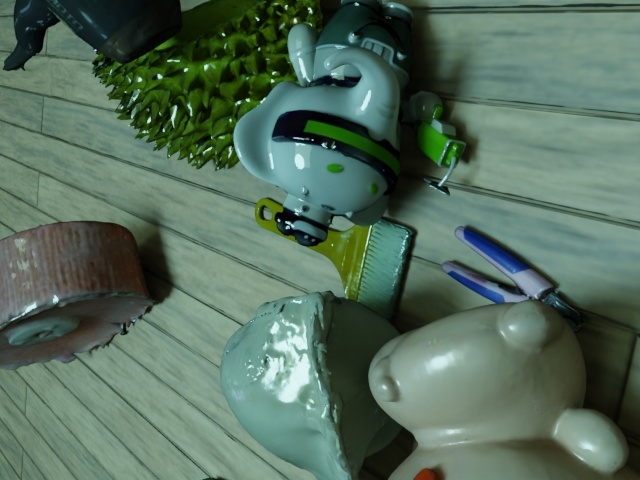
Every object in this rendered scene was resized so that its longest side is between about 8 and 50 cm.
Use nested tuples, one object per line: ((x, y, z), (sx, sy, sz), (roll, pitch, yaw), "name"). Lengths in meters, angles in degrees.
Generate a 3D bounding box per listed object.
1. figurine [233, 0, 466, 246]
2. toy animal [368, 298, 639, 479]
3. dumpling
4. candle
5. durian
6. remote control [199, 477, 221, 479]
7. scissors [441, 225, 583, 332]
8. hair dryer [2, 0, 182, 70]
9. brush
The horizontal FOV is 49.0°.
((0.017, -0.087, 0.518), (0.126, 0.147, 0.192), (8, 78, 67), "figurine")
((0.102, 0.141, 0.410), (0.171, 0.171, 0.197), (-21, 68, 47), "toy animal")
((0.004, 0.131, 0.534), (0.247, 0.142, 0.172), (98, 155, -67), "dumpling")
((-0.355, 0.074, 0.878), (0.317, 0.287, 0.131), (-17, 71, 4), "candle")
((-0.118, -0.172, 0.705), (0.352, 0.158, 0.169), (9, 63, 48), "durian")
((-0.105, 0.374, 0.738), (0.098, 0.038, 0.233), (14, 101, 47), "remote control")
((0.128, 0.030, 0.475), (0.113, 0.012, 0.039), (37, 118, 42), "scissors")
((-0.278, -0.253, 0.632), (0.303, 0.120, 0.359), (53, 147, -10), "hair dryer")
((0.000, 0.000, 0.624), (0.205, 0.011, 0.083), (26, 111, 46), "brush")
